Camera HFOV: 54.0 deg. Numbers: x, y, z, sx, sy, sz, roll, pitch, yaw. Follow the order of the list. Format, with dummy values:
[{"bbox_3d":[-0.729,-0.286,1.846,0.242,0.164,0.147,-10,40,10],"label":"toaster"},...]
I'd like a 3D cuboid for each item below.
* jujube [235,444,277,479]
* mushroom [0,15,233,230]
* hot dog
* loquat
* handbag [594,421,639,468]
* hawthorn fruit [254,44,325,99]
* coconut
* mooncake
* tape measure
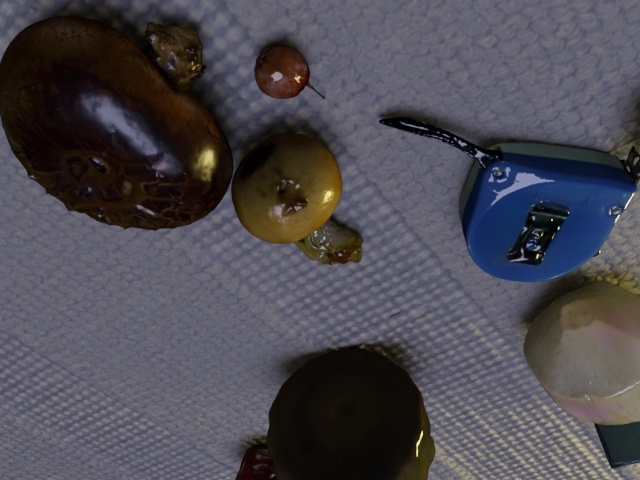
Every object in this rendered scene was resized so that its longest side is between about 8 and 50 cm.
[{"bbox_3d":[-0.042,0.546,1.348,0.290,0.197,0.197,22,130,1],"label":"jujube"},{"bbox_3d":[-0.241,-0.131,0.757,0.297,0.163,0.278,35,124,-25],"label":"mushroom"},{"bbox_3d":[0.001,0.000,0.937,0.169,0.061,0.078,32,126,-25],"label":"hot dog"},{"bbox_3d":[-0.045,-0.068,0.823,0.137,0.163,0.163,29,126,-13],"label":"loquat"},{"bbox_3d":[0.633,0.339,1.178,0.221,0.144,0.057,-16,131,12],"label":"handbag"},{"bbox_3d":[-0.031,-0.197,0.762,0.103,0.067,0.067,17,130,-27],"label":"hawthorn fruit"},{"bbox_3d":[0.450,0.182,1.007,0.236,0.197,0.237,1,137,1],"label":"coconut"},{"bbox_3d":[0.056,0.348,1.099,0.290,0.290,0.161,-12,135,11],"label":"mooncake"},{"bbox_3d":[0.235,-0.051,0.871,0.351,0.098,0.215,8,130,-4],"label":"tape measure"}]
